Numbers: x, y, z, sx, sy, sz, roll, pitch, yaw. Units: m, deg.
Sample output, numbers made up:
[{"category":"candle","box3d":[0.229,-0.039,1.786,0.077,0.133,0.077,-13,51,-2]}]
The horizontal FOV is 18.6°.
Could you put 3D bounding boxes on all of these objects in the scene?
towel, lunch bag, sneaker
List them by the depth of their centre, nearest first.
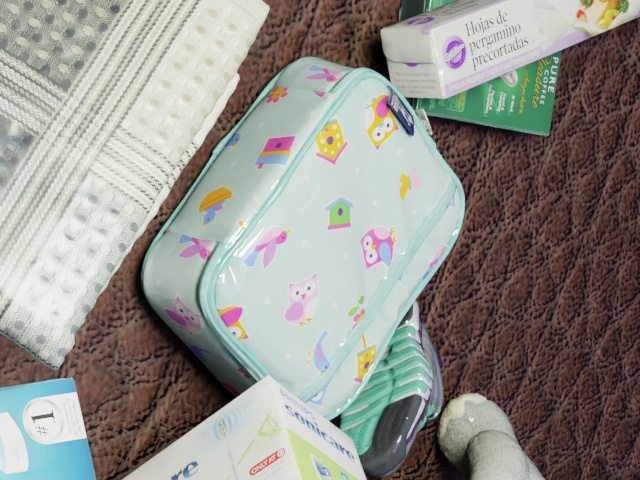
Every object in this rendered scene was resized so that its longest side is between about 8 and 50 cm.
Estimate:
[{"category":"towel","box3d":[-0.228,-0.123,1.346,0.312,0.056,0.324,34,66,-10]},{"category":"lunch bag","box3d":[0.000,0.000,1.630,0.279,0.108,0.224,-54,129,-20]},{"category":"sneaker","box3d":[0.077,0.140,1.676,0.098,0.083,0.223,54,25,-25]}]

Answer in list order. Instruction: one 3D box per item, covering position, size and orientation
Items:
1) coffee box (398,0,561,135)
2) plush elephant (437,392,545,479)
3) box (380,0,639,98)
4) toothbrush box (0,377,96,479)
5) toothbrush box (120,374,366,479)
[{"category":"coffee box","box3d":[0.143,-0.160,1.773,0.184,0.040,0.113,4,94,-42]},{"category":"plush elephant","box3d":[0.086,0.300,1.683,0.255,0.330,0.271,6,102,-25]},{"category":"box","box3d":[0.191,-0.200,1.738,0.324,0.067,0.063,-24,109,-37]},{"category":"toothbrush box","box3d":[-0.297,0.227,1.346,0.296,0.126,0.216,-7,79,-43]},{"category":"toothbrush box","box3d":[-0.053,0.279,1.479,0.206,0.283,0.122,-36,130,15]}]
